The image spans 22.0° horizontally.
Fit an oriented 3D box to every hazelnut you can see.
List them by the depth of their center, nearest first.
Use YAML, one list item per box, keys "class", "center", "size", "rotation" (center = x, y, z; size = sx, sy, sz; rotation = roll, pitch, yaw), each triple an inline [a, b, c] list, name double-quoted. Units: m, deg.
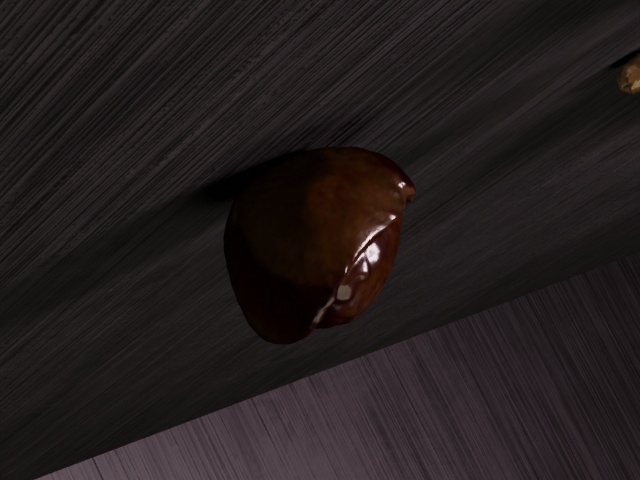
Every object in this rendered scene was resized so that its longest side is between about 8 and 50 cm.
- class: "hazelnut"
  center: [0.004, -0.001, 1.518]
  size: [0.202, 0.160, 0.170]
  rotation: [-26, -164, -28]

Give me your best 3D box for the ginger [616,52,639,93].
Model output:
- class: "ginger"
  center: [0.453, -0.207, 1.884]
  size: [0.288, 0.075, 0.089]
  rotation: [-14, 141, -34]
